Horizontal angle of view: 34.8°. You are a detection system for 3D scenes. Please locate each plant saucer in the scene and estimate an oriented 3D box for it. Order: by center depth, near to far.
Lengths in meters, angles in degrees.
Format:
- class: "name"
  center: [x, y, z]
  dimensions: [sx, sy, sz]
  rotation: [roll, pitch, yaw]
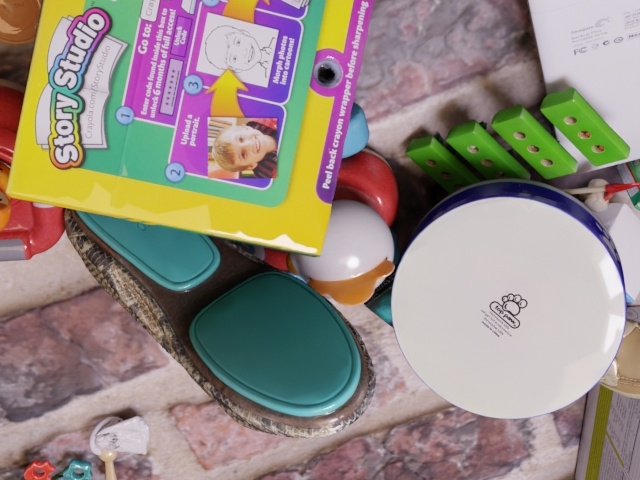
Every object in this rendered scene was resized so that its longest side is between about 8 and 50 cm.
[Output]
- class: "plant saucer"
  center: [-0.330, -0.250, 1.096]
  dimensions: [0.083, 0.013, 0.084]
  rotation: [-4, 124, -6]

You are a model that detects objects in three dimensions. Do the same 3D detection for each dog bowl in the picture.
- class: "dog bowl"
  center: [0.216, 0.066, 1.177]
  dimensions: [0.264, 0.104, 0.265]
  rotation: [3, 105, 12]

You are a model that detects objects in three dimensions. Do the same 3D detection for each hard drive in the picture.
- class: "hard drive"
  center: [0.357, -0.202, 1.103]
  dimensions: [0.233, 0.047, 0.353]
  rotation: [-14, 150, 13]

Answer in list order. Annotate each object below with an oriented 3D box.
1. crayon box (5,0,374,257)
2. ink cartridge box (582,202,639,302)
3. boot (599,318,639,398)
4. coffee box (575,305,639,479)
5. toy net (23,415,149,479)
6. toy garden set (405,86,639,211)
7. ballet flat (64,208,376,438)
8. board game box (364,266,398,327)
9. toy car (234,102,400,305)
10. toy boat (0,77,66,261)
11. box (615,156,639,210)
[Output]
- class: "crayon box"
  center: [-0.121, -0.190, 1.021]
  dimensions: [0.313, 0.106, 0.363]
  rotation: [12, 91, -14]
- class: "ink cartridge box"
  center: [0.335, 0.013, 1.290]
  dimensions: [0.092, 0.143, 0.090]
  rotation: [41, 71, -27]
- class: "boot"
  center: [0.320, 0.111, 1.280]
  dimensions: [0.203, 0.262, 0.095]
  rotation: [30, 82, -35]
- class: "coffee box"
  center: [0.578, 0.311, 1.401]
  dimensions: [0.337, 0.334, 0.338]
  rotation: [-5, 123, -5]
- class: "toy net"
  center: [-0.334, 0.307, 1.443]
  dimensions: [0.122, 0.045, 0.232]
  rotation: [35, 110, -24]
- class: "toy garden set"
  center: [0.257, -0.091, 1.201]
  dimensions: [0.203, 0.049, 0.244]
  rotation: [38, 148, -30]
- class: "ballet flat"
  center: [-0.110, 0.089, 1.120]
  dimensions: [0.164, 0.482, 0.182]
  rotation: [-35, 140, -25]
- class: "board game box"
  center: [0.162, 0.054, 1.345]
  dimensions: [0.186, 0.026, 0.126]
  rotation: [-38, 131, 16]
- class: "toy car"
  center: [0.000, 0.000, 1.173]
  dimensions: [0.210, 0.238, 0.219]
  rotation: [-15, 123, 2]
- class: "toy boat"
  center: [-0.367, -0.060, 1.132]
  dimensions: [0.150, 0.151, 0.231]
  rotation: [-4, 123, -6]
- class: "box"
  center: [0.454, -0.046, 1.288]
  dimensions: [0.179, 0.105, 0.043]
  rotation: [27, 123, -23]
